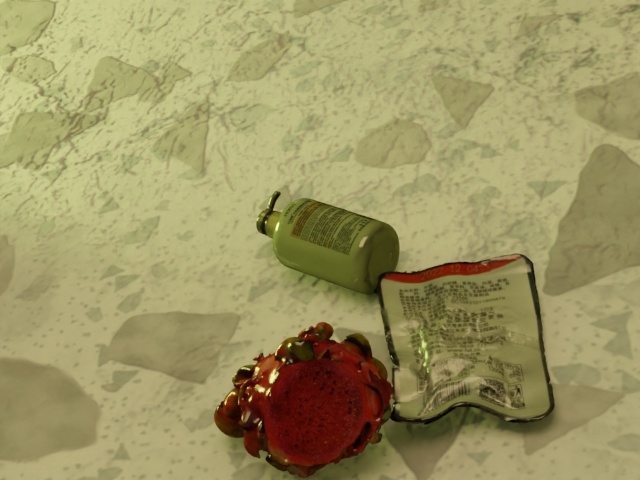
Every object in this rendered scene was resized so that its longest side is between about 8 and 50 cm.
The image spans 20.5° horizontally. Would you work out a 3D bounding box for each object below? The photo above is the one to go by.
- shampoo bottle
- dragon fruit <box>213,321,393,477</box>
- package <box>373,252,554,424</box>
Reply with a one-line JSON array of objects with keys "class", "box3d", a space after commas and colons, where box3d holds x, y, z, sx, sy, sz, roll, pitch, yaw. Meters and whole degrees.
[{"class": "shampoo bottle", "box3d": [0.000, 0.000, 1.875, 0.162, 0.079, 0.079, 18, 50, 32]}, {"class": "dragon fruit", "box3d": [-0.024, 0.155, 1.676, 0.208, 0.133, 0.150, -18, 6, 44]}, {"class": "package", "box3d": [0.142, 0.103, 1.749, 0.166, 0.040, 0.232, -7, 39, 2]}]
